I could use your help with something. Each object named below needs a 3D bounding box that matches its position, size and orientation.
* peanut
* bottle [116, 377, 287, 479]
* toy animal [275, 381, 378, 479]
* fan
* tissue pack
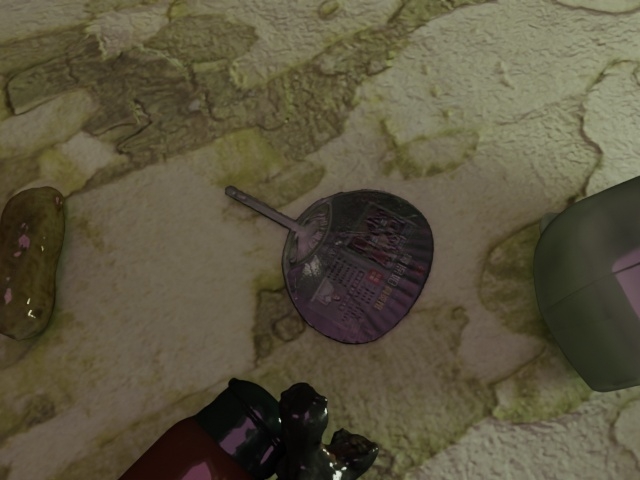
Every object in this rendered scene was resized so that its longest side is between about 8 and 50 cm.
[{"bbox_3d":[-0.390,0.025,0.865,0.100,0.099,0.214,6,73,3],"label":"peanut"},{"bbox_3d":[-0.171,0.302,0.741,0.144,0.144,0.336,41,75,13],"label":"bottle"},{"bbox_3d":[-0.012,0.333,0.714,0.168,0.106,0.343,20,80,-35],"label":"toy animal"},{"bbox_3d":[0.033,-0.008,0.914,0.223,0.012,0.294,-30,74,-10],"label":"fan"},{"bbox_3d":[0.432,0.019,0.786,0.333,0.229,0.236,-20,74,-6],"label":"tissue pack"}]
